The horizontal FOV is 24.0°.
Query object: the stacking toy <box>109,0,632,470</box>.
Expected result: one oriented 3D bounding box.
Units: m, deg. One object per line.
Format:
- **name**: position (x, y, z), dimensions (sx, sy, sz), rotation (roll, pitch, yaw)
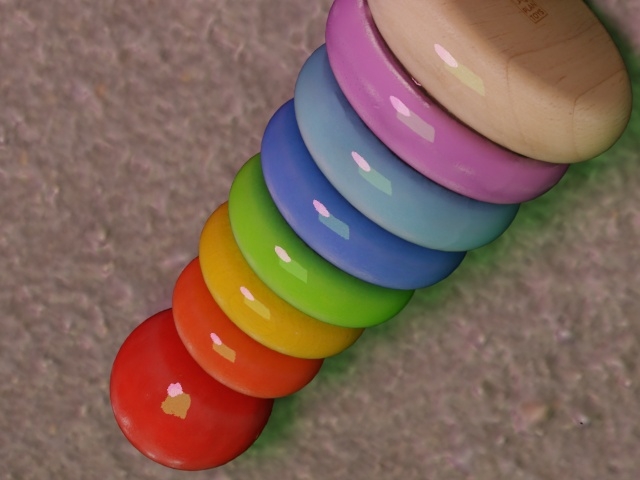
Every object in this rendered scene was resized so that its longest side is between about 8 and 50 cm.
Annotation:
- **stacking toy**: position (0.000, 0.000, 0.750), dimensions (0.141, 0.141, 0.330), rotation (41, 124, 0)
